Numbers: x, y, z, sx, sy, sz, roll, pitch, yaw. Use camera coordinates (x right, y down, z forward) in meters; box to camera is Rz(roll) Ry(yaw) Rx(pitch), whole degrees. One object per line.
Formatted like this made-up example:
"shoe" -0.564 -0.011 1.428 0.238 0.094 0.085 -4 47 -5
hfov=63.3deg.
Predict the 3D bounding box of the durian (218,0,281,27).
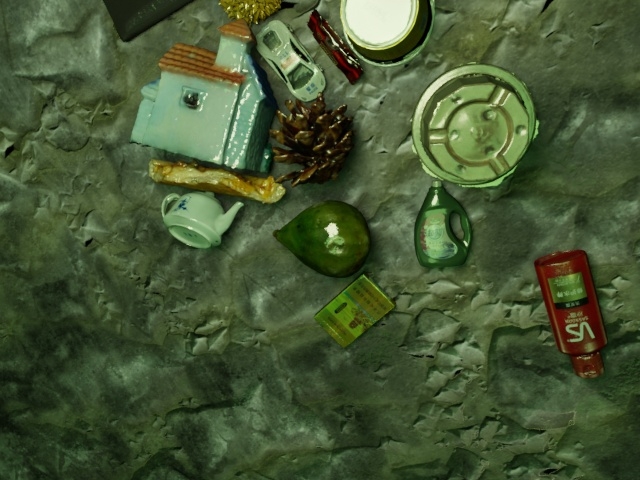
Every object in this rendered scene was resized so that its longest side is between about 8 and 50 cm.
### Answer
"durian" -0.169 -0.612 1.165 0.183 0.138 0.249 8 114 2

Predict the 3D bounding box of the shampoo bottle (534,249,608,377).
"shampoo bottle" 0.610 0.178 1.247 0.118 0.076 0.314 -16 102 14

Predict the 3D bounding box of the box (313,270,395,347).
"box" 0.090 0.188 1.392 0.121 0.030 0.193 46 111 -3

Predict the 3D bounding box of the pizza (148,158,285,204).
"pizza" -0.270 -0.153 1.292 0.366 0.182 0.073 11 91 15

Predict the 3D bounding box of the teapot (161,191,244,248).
"teapot" -0.319 -0.070 1.361 0.232 0.159 0.158 10 108 19

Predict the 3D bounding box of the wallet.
"wallet" -0.425 -0.606 1.268 0.250 0.044 0.149 -21 97 18

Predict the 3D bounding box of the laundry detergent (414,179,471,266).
"laundry detergent" 0.296 -0.042 1.262 0.137 0.063 0.210 -1 104 12

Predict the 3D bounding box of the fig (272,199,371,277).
"fig" 0.000 0.000 1.273 0.245 0.195 0.195 -3 106 4

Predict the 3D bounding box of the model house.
"model house" -0.246 -0.346 1.213 0.295 0.252 0.329 16 102 9

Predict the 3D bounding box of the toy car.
"toy car" -0.069 -0.424 1.234 0.095 0.056 0.205 -37 95 18

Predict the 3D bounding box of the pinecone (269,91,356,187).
"pinecone" -0.023 -0.232 1.196 0.203 0.229 0.201 3 121 34

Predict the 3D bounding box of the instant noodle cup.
"instant noodle cup" 0.134 -0.471 1.080 0.216 0.236 0.215 3 109 10

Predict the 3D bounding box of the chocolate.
"chocolate" 0.030 -0.443 1.197 0.028 0.086 0.182 -43 98 -15

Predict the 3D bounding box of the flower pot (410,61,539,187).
"flower pot" 0.329 -0.233 1.092 0.291 0.259 0.290 3 105 11
